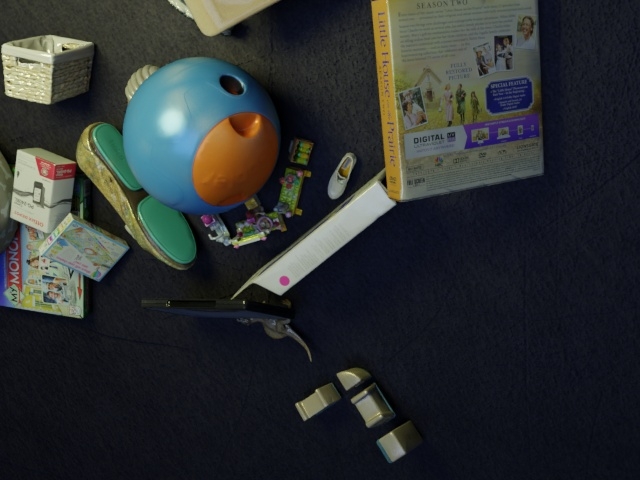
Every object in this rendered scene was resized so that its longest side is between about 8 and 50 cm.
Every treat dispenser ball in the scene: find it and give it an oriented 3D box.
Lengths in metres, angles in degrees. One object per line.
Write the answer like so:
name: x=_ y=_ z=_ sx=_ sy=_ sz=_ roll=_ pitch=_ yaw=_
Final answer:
treat dispenser ball: x=-0.217 y=-0.191 z=1.480 sx=0.288 sy=0.288 sz=0.288 roll=3 pitch=105 yaw=12

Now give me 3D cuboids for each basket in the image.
basket: x=-0.533 y=-0.338 z=1.582 sx=0.113 sy=0.167 sz=0.103 roll=13 pitch=114 yaw=10

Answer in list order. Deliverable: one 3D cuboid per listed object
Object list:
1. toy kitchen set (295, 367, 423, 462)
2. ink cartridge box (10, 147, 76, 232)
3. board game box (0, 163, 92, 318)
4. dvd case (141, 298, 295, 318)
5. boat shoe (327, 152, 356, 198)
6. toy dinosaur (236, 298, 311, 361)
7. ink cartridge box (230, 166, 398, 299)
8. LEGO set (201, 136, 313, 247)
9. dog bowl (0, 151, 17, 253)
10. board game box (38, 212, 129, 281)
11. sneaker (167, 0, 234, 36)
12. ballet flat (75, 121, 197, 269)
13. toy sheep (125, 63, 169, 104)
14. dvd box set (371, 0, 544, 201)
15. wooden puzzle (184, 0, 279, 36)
toy kitchen set: x=0.078 y=0.382 z=1.677 sx=0.166 sy=0.122 sz=0.207 roll=-38 pitch=74 yaw=19
ink cartridge box: x=-0.568 y=-0.102 z=1.644 sx=0.109 sy=0.063 sz=0.150 roll=20 pitch=109 yaw=23
board game box: x=-0.604 y=0.002 z=1.750 sx=0.214 sy=0.046 sz=0.317 roll=7 pitch=106 yaw=10
dvd case: x=-0.203 y=0.136 z=1.598 sx=0.253 sy=0.180 sz=0.022 roll=-2 pitch=79 yaw=29
boat shoe: x=0.040 y=-0.124 z=1.572 sx=0.035 sy=0.035 sz=0.100 roll=30 pitch=109 yaw=4
toy dinosaur: x=-0.083 y=0.174 z=1.682 sx=0.183 sy=0.053 sz=0.092 roll=24 pitch=124 yaw=14
ink cartridge box: x=0.000 y=0.000 z=1.540 sx=0.371 sy=0.176 sz=0.069 roll=-36 pitch=95 yaw=19
LEGO set: x=-0.105 y=-0.072 z=1.582 sx=0.287 sy=0.107 sz=0.132 roll=-39 pitch=94 yaw=19
dog bowl: x=-0.792 y=-0.090 z=1.709 sx=0.349 sy=0.102 sz=0.348 roll=6 pitch=104 yaw=23
board game box: x=-0.491 y=0.016 z=1.674 sx=0.103 sy=0.154 sz=0.026 roll=-46 pitch=48 yaw=9
sneaker: x=-0.258 y=-0.498 z=1.509 sx=0.110 sy=0.107 sz=0.275 roll=-42 pitch=92 yaw=11
ballet flat: x=-0.382 y=-0.079 z=1.652 sx=0.123 sy=0.123 sz=0.348 roll=-32 pitch=96 yaw=19
toy sheep: x=-0.335 y=-0.301 z=1.586 sx=0.132 sy=0.091 sz=0.091 roll=-41 pitch=93 yaw=25
dvd box set: x=0.240 y=-0.297 z=1.379 sx=0.308 sy=0.062 sz=0.420 roll=-13 pitch=105 yaw=-23
wooden puzzle: x=-0.121 y=-0.566 z=1.361 sx=0.348 sy=0.080 sz=0.322 roll=-27 pitch=102 yaw=8
